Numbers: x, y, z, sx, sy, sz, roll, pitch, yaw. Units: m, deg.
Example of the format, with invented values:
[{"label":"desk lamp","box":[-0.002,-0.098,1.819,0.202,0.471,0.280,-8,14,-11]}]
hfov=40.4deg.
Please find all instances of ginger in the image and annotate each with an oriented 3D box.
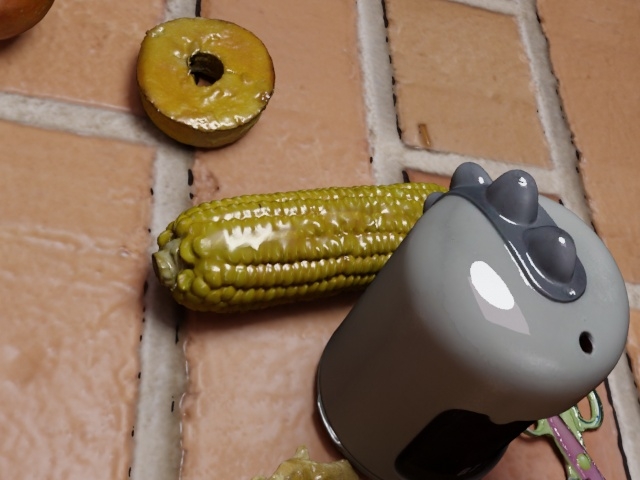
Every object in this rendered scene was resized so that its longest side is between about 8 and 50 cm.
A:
[{"label":"ginger","box":[0.008,0.277,0.758,0.176,0.052,0.193,23,34,-16]}]

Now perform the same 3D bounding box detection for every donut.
[{"label":"donut","box":[-0.137,-0.181,1.019,0.162,0.065,0.178,13,54,-7]}]

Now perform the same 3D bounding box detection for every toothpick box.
[{"label":"toothpick box","box":[0.134,0.074,0.787,0.229,0.316,0.229,11,53,-14]}]

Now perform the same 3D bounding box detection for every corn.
[{"label":"corn","box":[0.000,0.000,0.911,0.363,0.120,0.120,-11,62,-28]}]

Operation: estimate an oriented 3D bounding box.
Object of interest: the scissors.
[{"label":"scissors","box":[0.273,0.233,0.921,0.134,0.020,0.187,-1,56,-27]}]

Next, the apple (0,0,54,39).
[{"label":"apple","box":[-0.391,-0.323,0.929,0.173,0.210,0.235,-31,50,-14]}]
